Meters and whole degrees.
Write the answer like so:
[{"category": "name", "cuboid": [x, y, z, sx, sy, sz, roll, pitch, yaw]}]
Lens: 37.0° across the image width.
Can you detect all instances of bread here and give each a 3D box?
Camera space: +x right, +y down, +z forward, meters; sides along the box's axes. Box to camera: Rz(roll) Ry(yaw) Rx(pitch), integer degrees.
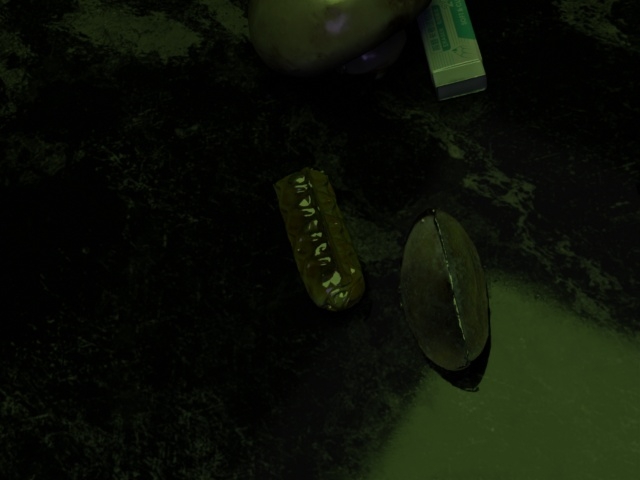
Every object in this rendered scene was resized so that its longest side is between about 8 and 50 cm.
[{"category": "bread", "cuboid": [0.001, 0.000, 1.632, 0.087, 0.098, 0.269, -45, 52, 40]}]

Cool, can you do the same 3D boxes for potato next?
[{"category": "potato", "cuboid": [0.204, 0.086, 1.552, 0.120, 0.100, 0.261, -25, 70, 46]}]

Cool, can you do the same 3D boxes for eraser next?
[{"category": "eraser", "cuboid": [0.235, -0.370, 1.766, 0.096, 0.052, 0.225, -13, 61, 6]}]

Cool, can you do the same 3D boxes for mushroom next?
[{"category": "mushroom", "cuboid": [0.049, -0.416, 1.739, 0.362, 0.294, 0.362, -26, 26, 14]}]
